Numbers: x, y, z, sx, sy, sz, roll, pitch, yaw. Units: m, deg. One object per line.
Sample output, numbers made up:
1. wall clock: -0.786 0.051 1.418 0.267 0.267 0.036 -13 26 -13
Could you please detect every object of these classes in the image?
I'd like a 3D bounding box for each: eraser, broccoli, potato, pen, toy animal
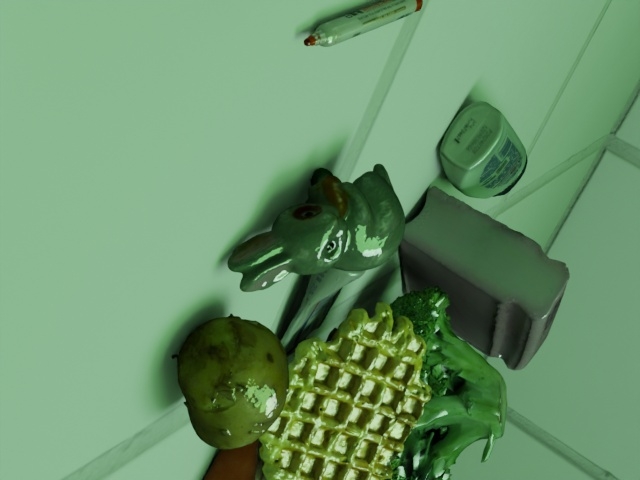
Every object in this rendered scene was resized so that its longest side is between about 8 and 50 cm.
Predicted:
1. eraser: 0.275 0.080 1.721 0.122 0.272 0.359 -54 164 -14
2. broccoli: 0.163 0.282 1.701 0.321 0.309 0.414 178 -88 -79
3. potato: -0.097 0.161 1.123 0.137 0.137 0.176 -49 162 -24
4. pen: 0.043 -0.222 1.000 0.218 0.026 0.026 -34 151 -50
5. toy animal: 0.009 -0.005 1.121 0.108 0.138 0.236 -28 -173 37

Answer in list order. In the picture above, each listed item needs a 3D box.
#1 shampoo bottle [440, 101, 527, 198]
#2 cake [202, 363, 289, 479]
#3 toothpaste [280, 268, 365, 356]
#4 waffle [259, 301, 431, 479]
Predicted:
1. shampoo bottle: 0.277 -0.134 1.671 0.134 0.078 0.359 -55 163 6
2. cake: -0.090 0.318 1.443 0.098 0.135 0.287 10 103 -54
3. toothpaste: 0.005 0.071 1.353 0.099 0.069 0.282 0 138 -33
4. waffle: 0.042 0.251 1.435 0.311 0.060 0.307 -36 122 -19
